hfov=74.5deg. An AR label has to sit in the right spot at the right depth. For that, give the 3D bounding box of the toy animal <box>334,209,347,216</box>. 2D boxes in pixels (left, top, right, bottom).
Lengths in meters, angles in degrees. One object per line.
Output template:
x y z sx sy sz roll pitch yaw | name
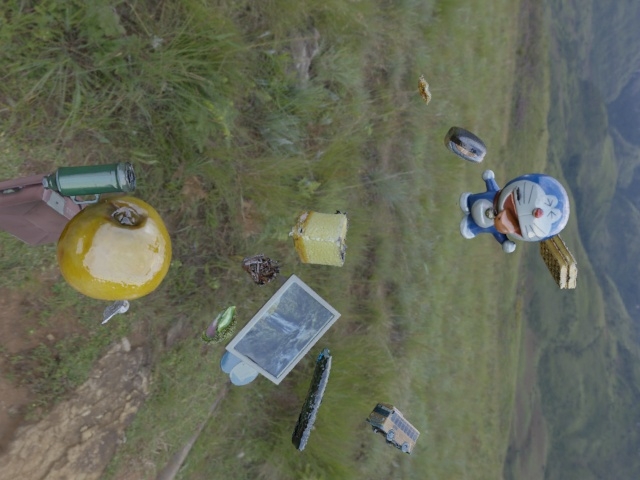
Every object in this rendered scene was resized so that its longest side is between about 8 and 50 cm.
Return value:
0.058 -0.070 1.693 0.062 0.108 0.220 46 25 5 | toy animal

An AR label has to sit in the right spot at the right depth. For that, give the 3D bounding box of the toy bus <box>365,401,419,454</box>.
0.251 0.642 1.450 0.182 0.091 0.103 47 65 -23 | toy bus

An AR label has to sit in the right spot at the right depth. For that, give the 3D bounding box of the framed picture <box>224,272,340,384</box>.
-0.117 0.293 1.376 0.324 0.020 0.240 -46 113 -2 | framed picture

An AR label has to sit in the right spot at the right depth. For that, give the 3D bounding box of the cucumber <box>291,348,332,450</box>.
-0.016 0.390 1.039 0.044 0.043 0.257 15 93 -44 | cucumber

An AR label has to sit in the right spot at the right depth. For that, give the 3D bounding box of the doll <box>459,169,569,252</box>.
0.461 -0.079 1.032 0.161 0.257 0.215 -6 87 -41 | doll

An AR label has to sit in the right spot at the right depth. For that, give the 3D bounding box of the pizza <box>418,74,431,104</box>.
0.283 -0.410 1.146 0.016 0.037 0.083 -36 125 -17 | pizza

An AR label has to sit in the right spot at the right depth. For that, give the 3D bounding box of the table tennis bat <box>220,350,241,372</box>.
-0.319 0.446 1.623 0.155 0.019 0.100 -34 119 -32 | table tennis bat

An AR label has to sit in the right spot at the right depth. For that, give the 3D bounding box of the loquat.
-0.521 0.031 1.087 0.275 0.274 0.275 15 73 -58 | loquat

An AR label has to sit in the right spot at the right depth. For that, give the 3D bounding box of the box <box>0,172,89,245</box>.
-0.788 -0.079 1.177 0.215 0.215 0.086 71 11 -60 | box

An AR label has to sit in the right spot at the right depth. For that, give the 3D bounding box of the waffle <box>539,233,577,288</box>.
0.628 0.047 1.116 0.148 0.042 0.102 -90 161 -46 | waffle

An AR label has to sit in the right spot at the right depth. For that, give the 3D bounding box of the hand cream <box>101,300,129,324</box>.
-0.665 0.221 1.380 0.084 0.257 0.050 -39 99 -15 | hand cream

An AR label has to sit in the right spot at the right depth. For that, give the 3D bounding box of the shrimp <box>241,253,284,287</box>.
-0.245 0.119 1.766 0.116 0.343 0.145 -42 110 -22 | shrimp

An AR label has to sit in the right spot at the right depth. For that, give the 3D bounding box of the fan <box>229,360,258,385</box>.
-0.276 0.453 1.515 0.113 0.005 0.175 -16 121 -23 | fan

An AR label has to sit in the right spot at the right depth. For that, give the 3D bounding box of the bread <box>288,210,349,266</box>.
0.000 0.000 1.161 0.127 0.147 0.152 -63 156 -46 | bread

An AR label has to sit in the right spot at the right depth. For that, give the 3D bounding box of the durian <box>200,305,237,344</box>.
-0.420 0.378 1.777 0.095 0.137 0.221 52 22 -10 | durian

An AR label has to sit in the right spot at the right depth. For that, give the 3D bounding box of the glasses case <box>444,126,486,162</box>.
0.480 -0.322 1.403 0.082 0.122 0.321 -63 175 24 | glasses case

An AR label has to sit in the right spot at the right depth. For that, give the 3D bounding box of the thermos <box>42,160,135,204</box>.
-0.541 -0.139 0.988 0.083 0.187 0.073 95 -14 -46 | thermos
